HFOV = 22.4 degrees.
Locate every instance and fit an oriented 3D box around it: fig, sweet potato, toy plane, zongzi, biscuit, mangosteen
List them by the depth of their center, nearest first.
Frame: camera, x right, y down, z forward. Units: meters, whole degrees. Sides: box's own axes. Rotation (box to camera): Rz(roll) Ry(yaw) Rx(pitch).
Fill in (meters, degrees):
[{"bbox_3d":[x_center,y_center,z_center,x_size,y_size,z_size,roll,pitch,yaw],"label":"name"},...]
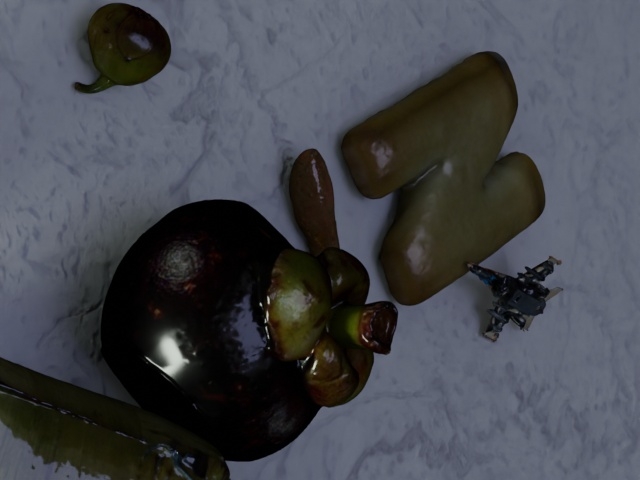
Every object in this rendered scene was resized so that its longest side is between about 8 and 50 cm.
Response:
[{"bbox_3d":[-0.266,0.306,1.469,0.323,0.160,0.360,23,74,-23],"label":"zongzi"},{"bbox_3d":[-0.072,0.090,1.587,0.233,0.288,0.287,-43,117,-29],"label":"mangosteen"},{"bbox_3d":[-0.198,-0.187,1.625,0.084,0.082,0.098,-6,134,-57],"label":"fig"},{"bbox_3d":[0.000,0.000,1.816,0.050,0.050,0.214,-22,108,-41],"label":"sweet potato"},{"bbox_3d":[0.159,-0.079,1.954,0.291,0.062,0.236,-31,111,-37],"label":"biscuit"},{"bbox_3d":[0.235,0.063,1.993,0.135,0.062,0.188,-50,150,8],"label":"toy plane"}]
